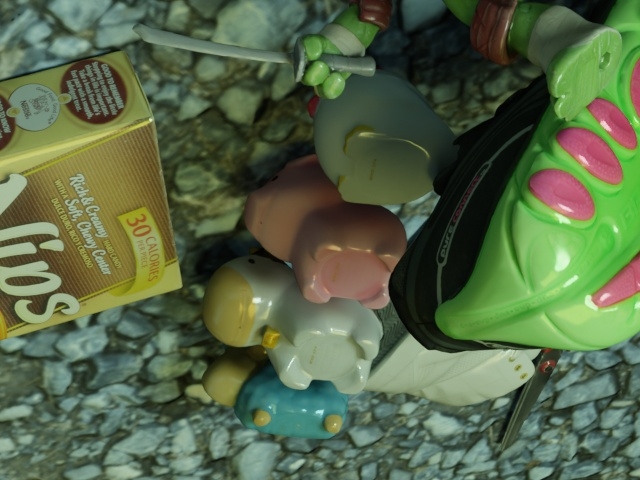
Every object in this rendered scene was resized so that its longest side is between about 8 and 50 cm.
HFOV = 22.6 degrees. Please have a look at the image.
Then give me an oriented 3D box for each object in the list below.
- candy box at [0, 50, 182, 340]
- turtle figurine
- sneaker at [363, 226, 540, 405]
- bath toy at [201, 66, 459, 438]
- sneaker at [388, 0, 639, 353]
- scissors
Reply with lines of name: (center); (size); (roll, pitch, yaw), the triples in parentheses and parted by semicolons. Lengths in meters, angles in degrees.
candy box: (-0.270, -0.008, 1.162); (0.316, 0.087, 0.183); (-16, 139, -10)
turtle figurine: (0.038, -0.171, 0.976); (0.274, 0.266, 0.198); (8, 105, -55)
sneaker: (0.158, 0.047, 1.429); (0.169, 0.108, 0.292); (18, 133, -41)
bath toy: (0.000, 0.000, 1.279); (0.151, 0.129, 0.348); (13, 129, -11)
sneaker: (0.191, -0.077, 1.151); (0.202, 0.185, 0.483); (-20, -167, 40)
scissors: (0.222, 0.108, 1.585); (0.109, 0.021, 0.297); (8, 130, -36)
